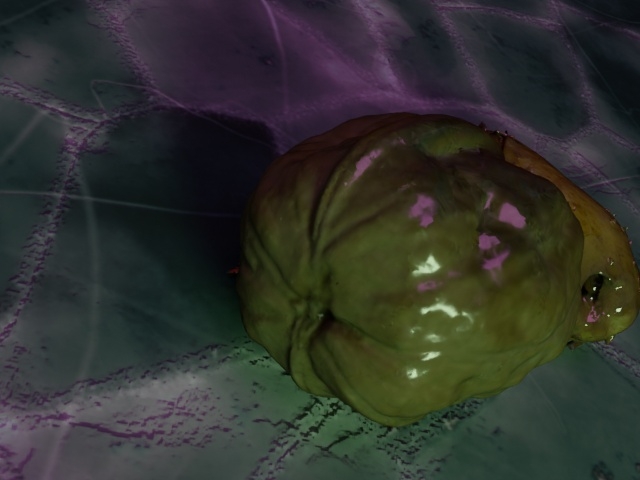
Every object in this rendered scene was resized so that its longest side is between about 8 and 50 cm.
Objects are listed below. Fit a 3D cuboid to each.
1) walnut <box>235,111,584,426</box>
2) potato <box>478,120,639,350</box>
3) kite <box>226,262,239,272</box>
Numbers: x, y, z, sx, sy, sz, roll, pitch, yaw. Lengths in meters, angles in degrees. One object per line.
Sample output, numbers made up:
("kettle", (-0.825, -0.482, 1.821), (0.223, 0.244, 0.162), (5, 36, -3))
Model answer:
("walnut", (0.073, 0.017, 0.685), (0.277, 0.282, 0.253), (-25, 108, -35))
("potato", (0.237, -0.012, 0.879), (0.173, 0.140, 0.300), (-21, 64, -46))
("kite", (0.000, 0.001, 0.835), (0.125, 0.008, 0.222), (33, 45, 0))
